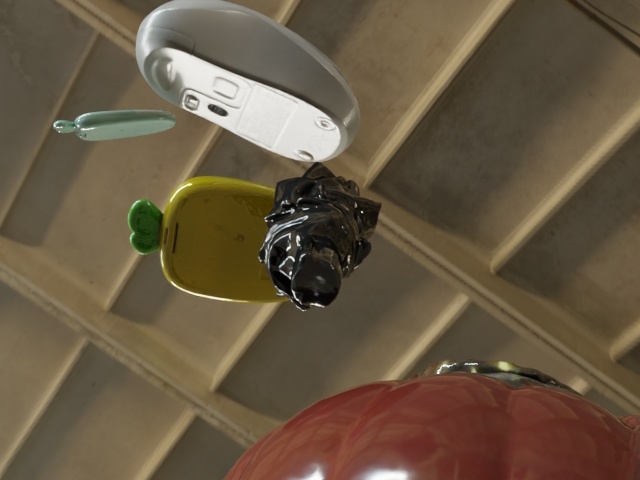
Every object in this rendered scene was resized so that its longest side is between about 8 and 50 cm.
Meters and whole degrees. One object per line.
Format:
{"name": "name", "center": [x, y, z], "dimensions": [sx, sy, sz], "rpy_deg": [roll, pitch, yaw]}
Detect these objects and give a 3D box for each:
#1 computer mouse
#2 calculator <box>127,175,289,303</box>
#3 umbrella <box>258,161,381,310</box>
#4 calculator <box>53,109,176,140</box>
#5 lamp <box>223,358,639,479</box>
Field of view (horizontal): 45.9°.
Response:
{"name": "computer mouse", "center": [-0.085, -0.212, 0.964], "dimensions": [0.297, 0.121, 0.184], "rpy_deg": [20, -25, -6]}
{"name": "calculator", "center": [-0.101, 0.002, 0.859], "dimensions": [0.235, 0.032, 0.146], "rpy_deg": [8, -71, -7]}
{"name": "umbrella", "center": [0.000, 0.000, 0.636], "dimensions": [0.118, 0.340, 0.117], "rpy_deg": [0, -82, 0]}
{"name": "calculator", "center": [-0.262, -0.149, 0.970], "dimensions": [0.153, 0.095, 0.021], "rpy_deg": [-10, -92, -20]}
{"name": "lamp", "center": [0.080, 0.199, 0.402], "dimensions": [0.303, 0.256, 0.303], "rpy_deg": [13, -36, 9]}
